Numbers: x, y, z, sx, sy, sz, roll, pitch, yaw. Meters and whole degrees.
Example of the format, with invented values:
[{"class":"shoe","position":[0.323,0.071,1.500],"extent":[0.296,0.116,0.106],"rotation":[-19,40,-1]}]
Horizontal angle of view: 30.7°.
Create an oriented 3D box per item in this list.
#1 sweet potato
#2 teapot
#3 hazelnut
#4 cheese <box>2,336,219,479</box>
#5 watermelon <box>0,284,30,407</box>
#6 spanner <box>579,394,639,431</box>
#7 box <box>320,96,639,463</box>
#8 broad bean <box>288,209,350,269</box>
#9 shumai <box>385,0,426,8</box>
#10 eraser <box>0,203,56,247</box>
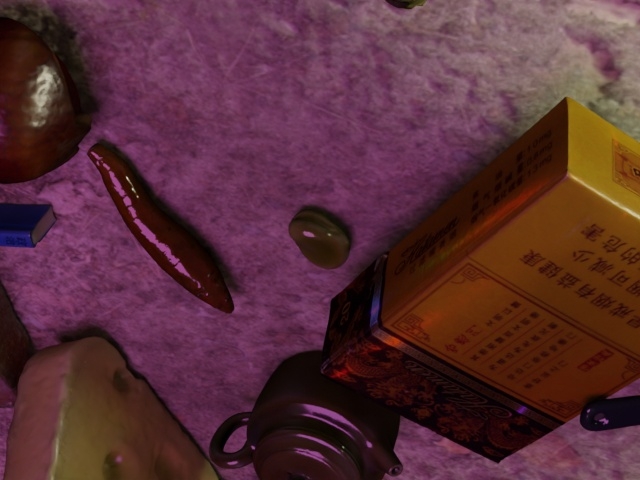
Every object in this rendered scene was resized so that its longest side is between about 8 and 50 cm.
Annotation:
[{"class":"sweet potato","position":[-0.192,-0.007,1.396],"extent":[0.057,0.057,0.264],"rotation":[-31,109,36]},{"class":"teapot","position":[-0.018,0.259,1.457],"extent":[0.268,0.175,0.185],"rotation":[-3,122,23]},{"class":"hazelnut","position":[-0.351,-0.149,1.298],"extent":[0.170,0.160,0.202],"rotation":[46,166,-1]},{"class":"cheese","position":[-0.266,0.351,1.579],"extent":[0.104,0.384,0.384],"rotation":[-16,119,37]},{"class":"watermelon","position":[-0.553,0.099,1.572],"extent":[0.264,0.151,0.302],"rotation":[-9,140,23]},{"class":"spanner","position":[0.430,0.175,1.240],"extent":[0.316,0.024,0.087],"rotation":[-7,127,-5]},{"class":"box","position":[0.214,0.064,1.215],"extent":[0.264,0.116,0.415],"rotation":[27,136,-18]},{"class":"broad bean","position":[0.000,0.000,1.337],"extent":[0.063,0.045,0.083],"rotation":[-20,124,33]},{"class":"shumai","position":[0.064,-0.329,0.976],"extent":[0.218,0.256,0.189],"rotation":[-44,76,10]},{"class":"eraser","position":[-0.382,-0.018,1.452],"extent":[0.085,0.063,0.027],"rotation":[3,127,19]}]
